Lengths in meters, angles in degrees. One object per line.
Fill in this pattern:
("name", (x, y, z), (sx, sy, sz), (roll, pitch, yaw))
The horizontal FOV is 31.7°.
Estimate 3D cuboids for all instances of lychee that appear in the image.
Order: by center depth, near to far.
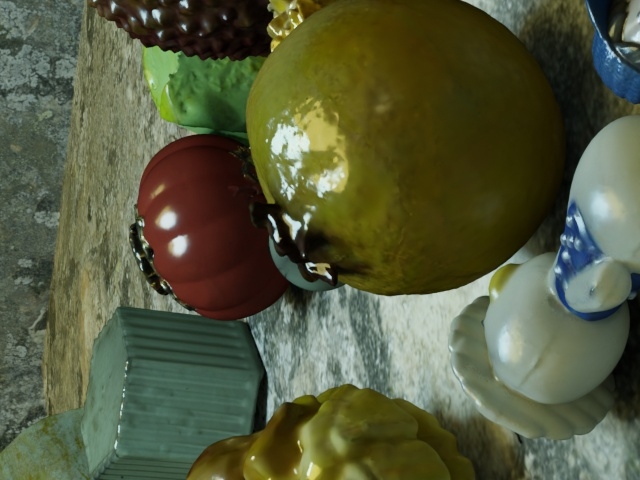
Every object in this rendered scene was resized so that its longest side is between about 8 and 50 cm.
("lychee", (-0.110, -0.327, 1.121), (0.330, 0.306, 0.306), (119, 146, -46))

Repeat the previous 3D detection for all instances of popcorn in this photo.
("popcorn", (0.026, 0.257, 0.913), (0.265, 0.225, 0.332), (-60, 36, 14))

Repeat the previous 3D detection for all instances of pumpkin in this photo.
("pumpkin", (-0.386, 0.460, 1.859), (0.199, 0.332, 0.332), (-120, 36, -47))

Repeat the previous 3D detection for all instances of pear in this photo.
("pear", (-0.137, -0.263, 1.428), (0.282, 0.176, 0.286), (-144, 58, -68))

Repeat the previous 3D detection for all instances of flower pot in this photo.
("flower pot", (-0.204, 0.214, 1.515), (0.209, 0.190, 0.239), (9, 89, 66))

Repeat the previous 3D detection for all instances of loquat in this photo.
("loquat", (0.053, -0.062, 0.803), (0.244, 0.244, 0.244), (-179, 90, -70))

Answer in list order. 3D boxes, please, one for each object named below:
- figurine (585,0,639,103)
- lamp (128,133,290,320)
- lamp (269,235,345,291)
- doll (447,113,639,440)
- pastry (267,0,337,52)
("figurine", (0.212, -0.136, 0.628), (0.149, 0.087, 0.086), (-32, 41, 50))
("lamp", (-0.112, -0.018, 1.314), (0.227, 0.227, 0.227), (-179, 90, -70))
("lamp", (0.000, 0.000, 1.140), (0.105, 0.105, 0.105), (-179, 90, -70))
("doll", (0.165, 0.021, 0.680), (0.138, 0.119, 0.293), (-61, -5, -45))
("pastry", (0.036, -0.131, 0.995), (0.102, 0.154, 0.250), (147, 115, -63))
